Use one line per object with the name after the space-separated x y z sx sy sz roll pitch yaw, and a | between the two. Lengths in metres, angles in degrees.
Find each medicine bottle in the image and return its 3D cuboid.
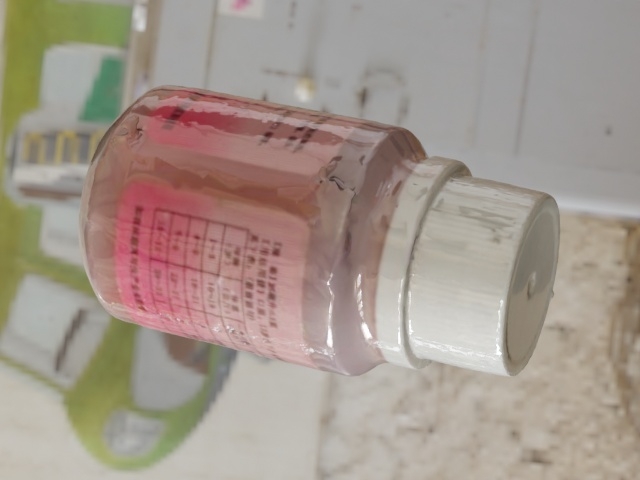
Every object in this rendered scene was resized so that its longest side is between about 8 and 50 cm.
0.000 0.000 0.973 0.147 0.247 0.147 13 -90 -70 | medicine bottle
